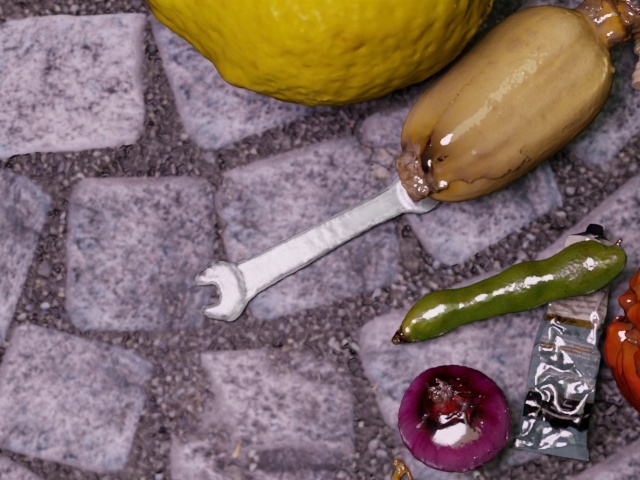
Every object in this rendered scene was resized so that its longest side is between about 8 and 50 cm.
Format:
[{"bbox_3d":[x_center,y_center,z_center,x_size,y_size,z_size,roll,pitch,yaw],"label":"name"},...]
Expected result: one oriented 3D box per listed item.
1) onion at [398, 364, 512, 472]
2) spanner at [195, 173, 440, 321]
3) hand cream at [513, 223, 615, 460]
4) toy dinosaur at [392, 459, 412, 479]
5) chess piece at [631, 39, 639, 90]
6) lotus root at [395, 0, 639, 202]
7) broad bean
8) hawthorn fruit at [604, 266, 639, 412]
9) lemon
[{"bbox_3d":[0.134,0.176,0.926,0.115,0.104,0.115,-13,45,13],"label":"onion"},{"bbox_3d":[0.000,0.000,1.006,0.302,0.017,0.071,-27,80,-2],"label":"spanner"},{"bbox_3d":[0.266,0.103,0.966,0.075,0.052,0.248,10,86,28],"label":"hand cream"},{"bbox_3d":[0.083,0.284,0.944,0.041,0.026,0.113,-5,70,-16],"label":"toy dinosaur"},{"bbox_3d":[0.365,-0.216,1.020,0.035,0.035,0.092,4,77,3],"label":"chess piece"},{"bbox_3d":[0.202,-0.147,0.966,0.303,0.131,0.146,-40,103,-4],"label":"lotus root"},{"bbox_3d":[0.192,0.054,0.950,0.256,0.053,0.052,-20,101,15],"label":"broad bean"},{"bbox_3d":[0.419,0.118,0.878,0.299,0.211,0.211,30,82,-3],"label":"hawthorn fruit"},{"bbox_3d":[-0.004,-0.303,0.897,0.387,0.350,0.350,-11,79,-4],"label":"lemon"}]
